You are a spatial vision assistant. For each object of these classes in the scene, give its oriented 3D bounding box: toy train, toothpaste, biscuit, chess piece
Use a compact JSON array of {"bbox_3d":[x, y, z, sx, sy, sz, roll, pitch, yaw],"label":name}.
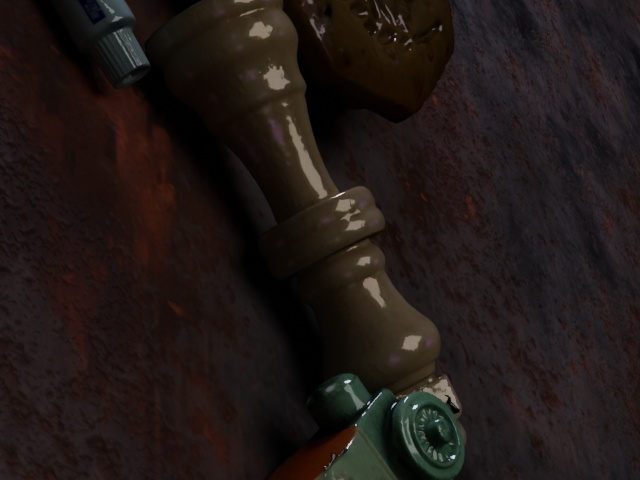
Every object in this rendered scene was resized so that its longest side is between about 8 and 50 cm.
[{"bbox_3d":[0.064,0.234,0.955,0.285,0.116,0.177,56,38,-9],"label":"toy train"},{"bbox_3d":[-0.212,-0.243,1.024,0.296,0.048,0.075,58,28,6],"label":"toothpaste"},{"bbox_3d":[0.024,-0.279,1.262,0.359,0.046,0.359,31,50,-45],"label":"biscuit"},{"bbox_3d":[0.000,0.000,1.077,0.397,0.117,0.117,64,26,3],"label":"chess piece"}]

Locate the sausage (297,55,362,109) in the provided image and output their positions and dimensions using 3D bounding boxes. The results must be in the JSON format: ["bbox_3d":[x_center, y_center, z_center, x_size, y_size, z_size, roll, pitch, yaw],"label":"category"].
[{"bbox_3d":[-0.071,-0.238,1.220,0.433,0.088,0.087,34,36,-42],"label":"sausage"}]
